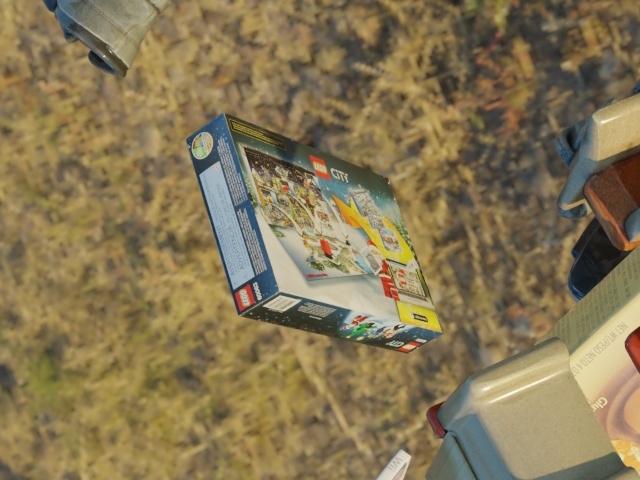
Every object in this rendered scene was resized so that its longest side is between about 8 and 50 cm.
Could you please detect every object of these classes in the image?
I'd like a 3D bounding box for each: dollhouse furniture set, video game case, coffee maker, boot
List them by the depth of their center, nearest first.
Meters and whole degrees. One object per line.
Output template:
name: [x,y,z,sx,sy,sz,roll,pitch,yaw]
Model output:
dollhouse furniture set: [0.187,0.073,0.706,0.135,0.259,0.262,99,147,-63]
boot: [-0.128,-0.216,0.905,0.083,0.161,0.246,42,-169,-42]
video game case: [0.019,0.204,0.993,0.011,0.122,0.087,37,161,13]
coffee maker: [0.316,0.053,1.416,0.120,0.171,0.178,-4,136,19]

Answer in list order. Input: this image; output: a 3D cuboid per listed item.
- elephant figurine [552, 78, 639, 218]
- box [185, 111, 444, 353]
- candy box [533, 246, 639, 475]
elephant figurine: [0.348,-0.103,1.650,0.169,0.239,0.186,52,178,39]
box: [0.000,0.000,1.163,0.044,0.233,0.159,-33,62,27]
candy box: [0.333,0.051,1.079,0.183,0.087,0.316,40,111,-9]
